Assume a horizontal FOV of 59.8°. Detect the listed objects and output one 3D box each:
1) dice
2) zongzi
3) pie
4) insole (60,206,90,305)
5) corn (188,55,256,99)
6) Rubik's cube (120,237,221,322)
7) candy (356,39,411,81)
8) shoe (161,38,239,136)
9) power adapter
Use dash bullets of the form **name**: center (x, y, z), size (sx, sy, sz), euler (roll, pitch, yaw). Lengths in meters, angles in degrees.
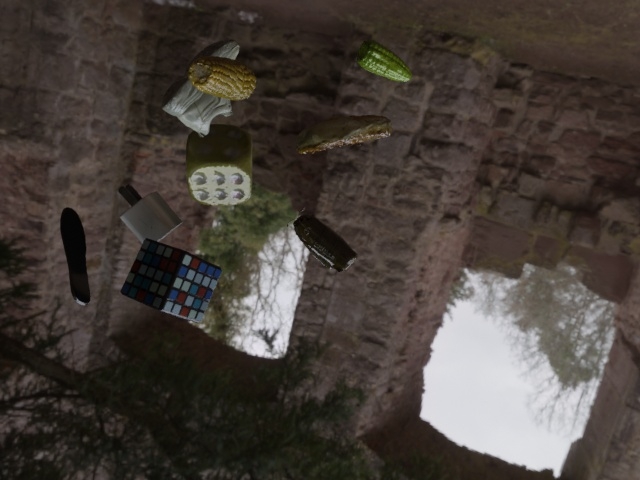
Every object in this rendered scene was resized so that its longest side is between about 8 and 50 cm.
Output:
- **dice**: center (-0.374, -0.282, 2.087), size (0.238, 0.226, 0.233), euler (-1, -130, -6)
- **zongzi**: center (0.000, 0.000, 1.911), size (0.248, 0.111, 0.241), euler (42, 178, -4)
- **pie**: center (0.073, -0.330, 1.717), size (0.315, 0.092, 0.315), euler (-10, -174, 1)
- **insole**: center (-0.673, 0.037, 1.531), size (0.012, 0.309, 0.110), euler (-22, 157, 5)
- **corn**: center (-0.246, -0.414, 1.410), size (0.106, 0.106, 0.305), euler (15, -168, 9)
- **Rubik's cube**: center (-0.434, 0.120, 1.636), size (0.187, 0.182, 0.184), euler (13, 166, 35)
- **candy**: center (0.223, -0.601, 1.894), size (0.209, 0.096, 0.097), euler (22, -173, -21)
- **shoe**: center (-0.367, -0.517, 1.905), size (0.132, 0.342, 0.210), euler (24, 163, 51)
- **power adapter**: center (-0.560, -0.093, 1.773), size (0.205, 0.125, 0.130), euler (51, -172, -7)
